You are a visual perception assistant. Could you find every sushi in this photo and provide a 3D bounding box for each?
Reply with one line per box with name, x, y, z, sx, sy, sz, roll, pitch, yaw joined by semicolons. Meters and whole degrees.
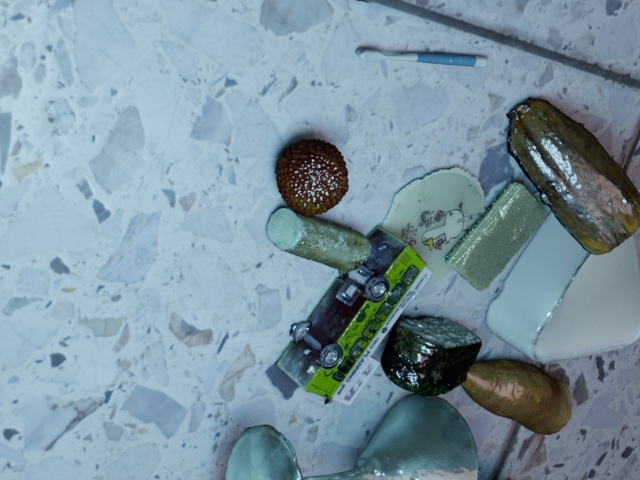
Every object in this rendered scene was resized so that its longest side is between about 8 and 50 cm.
sushi;0.199;0.213;1.877;0.225;0.124;0.127;6;111;-56

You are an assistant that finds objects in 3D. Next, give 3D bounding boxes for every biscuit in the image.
biscuit;0.331;-0.005;1.918;0.199;0.040;0.121;-50;134;1

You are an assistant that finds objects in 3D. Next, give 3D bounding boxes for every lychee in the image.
lychee;-0.013;-0.099;1.599;0.123;0.129;0.123;0;93;-1

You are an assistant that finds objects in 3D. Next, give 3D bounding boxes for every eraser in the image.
eraser;0.479;0.109;2.025;0.331;0.150;0.331;-16;119;-31

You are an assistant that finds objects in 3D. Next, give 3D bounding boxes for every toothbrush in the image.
toothbrush;0.170;-0.301;1.692;0.276;0.025;0.019;-4;120;-35

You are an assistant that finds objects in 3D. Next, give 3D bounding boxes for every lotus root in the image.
lotus root;0.467;-0.126;1.854;0.167;0.078;0.329;-46;99;-13

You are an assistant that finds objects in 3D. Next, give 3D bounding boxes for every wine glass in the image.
wine glass;0.052;0.409;1.771;0.406;0.267;0.267;2;111;-44

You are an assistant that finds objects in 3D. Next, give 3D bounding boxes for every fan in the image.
fan;0.278;-0.043;1.895;0.415;0.012;0.233;-15;124;-26

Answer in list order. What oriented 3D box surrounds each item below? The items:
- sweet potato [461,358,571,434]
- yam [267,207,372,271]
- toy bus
sweet potato;0.386;0.297;2.071;0.337;0.131;0.131;29;94;-41
yam;0.000;0.000;1.684;0.179;0.078;0.078;20;100;-40
toy bus;0.066;0.134;1.777;0.139;0.113;0.301;35;90;-43
